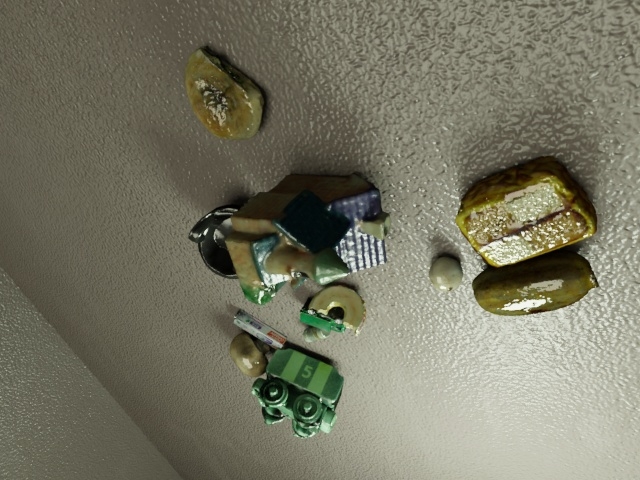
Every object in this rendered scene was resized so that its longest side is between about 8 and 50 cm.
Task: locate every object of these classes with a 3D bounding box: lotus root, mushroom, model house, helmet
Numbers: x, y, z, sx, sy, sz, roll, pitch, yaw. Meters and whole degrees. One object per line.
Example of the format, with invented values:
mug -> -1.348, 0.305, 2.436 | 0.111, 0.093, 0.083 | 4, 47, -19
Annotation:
lotus root -> 0.437, 0.087, 0.882 | 0.241, 0.124, 0.123 | -26, 112, 39
mushroom -> -0.245, 0.403, 1.495 | 0.166, 0.127, 0.166 | 51, 162, 23
mushroom -> 0.290, 0.079, 1.000 | 0.085, 0.085, 0.079 | 50, 166, -15
model house -> 0.000, 0.000, 0.924 | 0.280, 0.312, 0.245 | 7, 125, 26
helmet -> -0.235, 0.003, 1.128 | 0.189, 0.193, 0.216 | 36, 123, 4

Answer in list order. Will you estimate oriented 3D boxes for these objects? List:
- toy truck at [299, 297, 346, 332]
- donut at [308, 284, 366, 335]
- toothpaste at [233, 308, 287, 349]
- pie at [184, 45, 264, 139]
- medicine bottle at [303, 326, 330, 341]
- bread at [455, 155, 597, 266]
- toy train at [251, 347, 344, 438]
toy truck -> 0.016, 0.222, 1.256 | 0.147, 0.065, 0.079 | 15, 133, 17
donut -> 0.061, 0.185, 1.181 | 0.166, 0.108, 0.065 | 24, 158, 21
toothpaste -> -0.212, 0.313, 1.467 | 0.196, 0.040, 0.047 | 30, 138, 4
pie -> -0.226, -0.320, 0.969 | 0.218, 0.052, 0.185 | 37, 139, 1
medicine bottle -> -0.011, 0.293, 1.340 | 0.083, 0.047, 0.047 | -26, 110, 40
bread -> 0.390, -0.051, 0.816 | 0.222, 0.096, 0.181 | -27, 107, 38
toy train -> -0.072, 0.509, 1.409 | 0.299, 0.238, 0.166 | 21, 139, 14
